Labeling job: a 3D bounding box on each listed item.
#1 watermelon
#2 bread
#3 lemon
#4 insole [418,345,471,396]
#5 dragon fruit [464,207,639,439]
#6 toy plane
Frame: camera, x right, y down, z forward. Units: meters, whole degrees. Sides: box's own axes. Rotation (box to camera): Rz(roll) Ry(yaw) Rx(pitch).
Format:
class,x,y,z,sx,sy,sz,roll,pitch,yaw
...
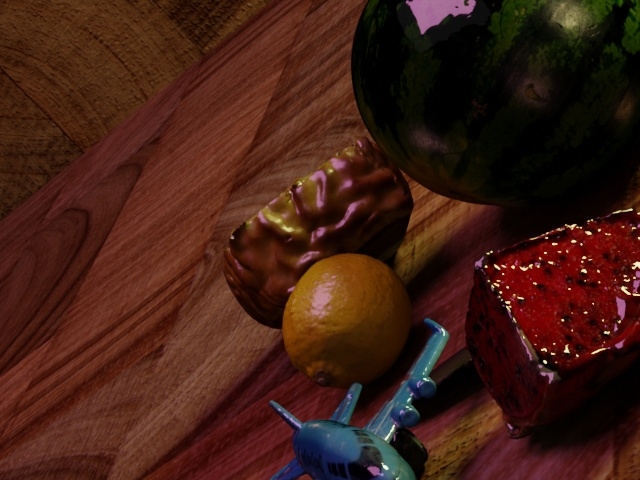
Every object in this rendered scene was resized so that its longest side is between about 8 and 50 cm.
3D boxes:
class,x,y,z,sx,sy,sz,roll,pitch,yaw
watermelon,0.155,-0.148,1.547,0.269,0.269,0.269,-40,16,14
bread,0.000,0.000,1.692,0.181,0.096,0.222,-37,-8,-9
lemon,0.022,0.070,1.551,0.109,0.109,0.133,-28,35,44
insole,0.177,0.041,1.385,0.328,0.007,0.111,-38,-1,24
dragon fruit,0.187,0.060,1.256,0.161,0.127,0.120,-21,57,-8
toy plane,0.022,0.164,1.316,0.254,0.105,0.271,-47,17,-8
